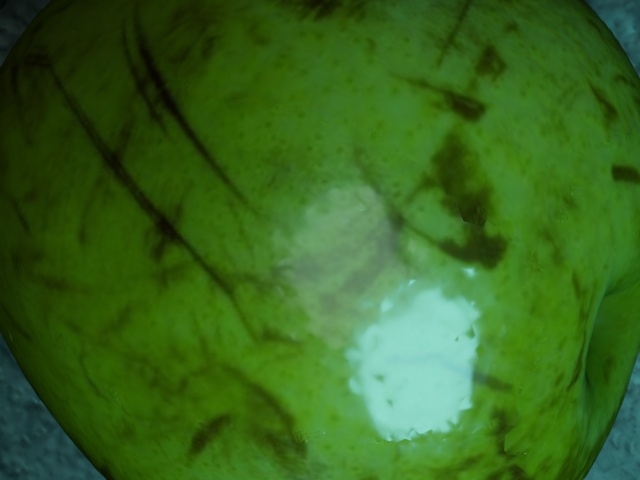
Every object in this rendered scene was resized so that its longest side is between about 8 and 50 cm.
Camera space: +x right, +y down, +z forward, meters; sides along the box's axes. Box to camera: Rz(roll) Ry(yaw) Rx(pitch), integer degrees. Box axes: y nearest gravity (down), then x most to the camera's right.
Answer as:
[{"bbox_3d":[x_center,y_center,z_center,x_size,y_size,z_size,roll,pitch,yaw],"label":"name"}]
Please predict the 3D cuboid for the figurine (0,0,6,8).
[{"bbox_3d":[-0.201,-0.170,0.689,0.184,0.128,0.208,43,90,-2],"label":"figurine"}]

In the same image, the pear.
[{"bbox_3d":[0.000,0.000,0.643,0.283,0.283,0.283,0,99,2],"label":"pear"}]
